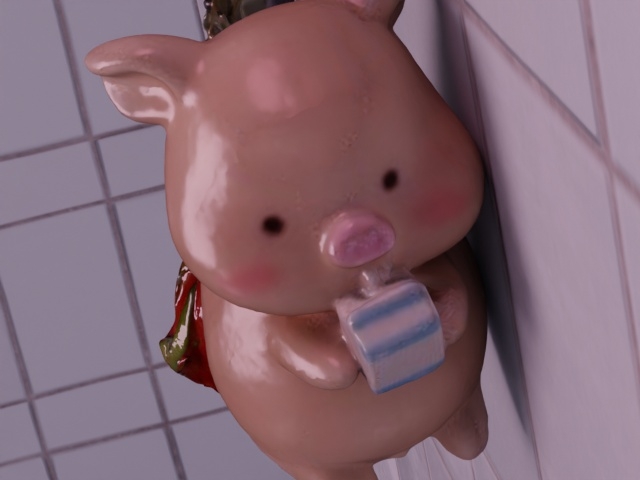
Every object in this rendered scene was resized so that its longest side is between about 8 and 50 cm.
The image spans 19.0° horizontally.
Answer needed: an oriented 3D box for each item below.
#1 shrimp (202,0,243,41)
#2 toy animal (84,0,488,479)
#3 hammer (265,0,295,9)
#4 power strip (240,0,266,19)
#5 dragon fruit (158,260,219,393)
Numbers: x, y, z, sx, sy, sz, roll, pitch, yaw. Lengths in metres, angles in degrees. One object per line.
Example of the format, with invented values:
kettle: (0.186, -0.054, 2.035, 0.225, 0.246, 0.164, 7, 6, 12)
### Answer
shrimp: (-0.081, -0.180, 2.231, 0.317, 0.077, 0.168, 75, 168, -55)
toy animal: (0.000, -0.001, 1.067, 0.256, 0.195, 0.213, 87, 160, -53)
hammer: (-0.044, -0.280, 1.654, 0.290, 0.037, 0.137, 124, 130, -84)
power strip: (-0.040, -0.136, 1.927, 0.288, 0.053, 0.093, 84, 169, -63)
dragon fruit: (-0.010, 0.047, 1.580, 0.269, 0.200, 0.198, -29, 64, 44)
